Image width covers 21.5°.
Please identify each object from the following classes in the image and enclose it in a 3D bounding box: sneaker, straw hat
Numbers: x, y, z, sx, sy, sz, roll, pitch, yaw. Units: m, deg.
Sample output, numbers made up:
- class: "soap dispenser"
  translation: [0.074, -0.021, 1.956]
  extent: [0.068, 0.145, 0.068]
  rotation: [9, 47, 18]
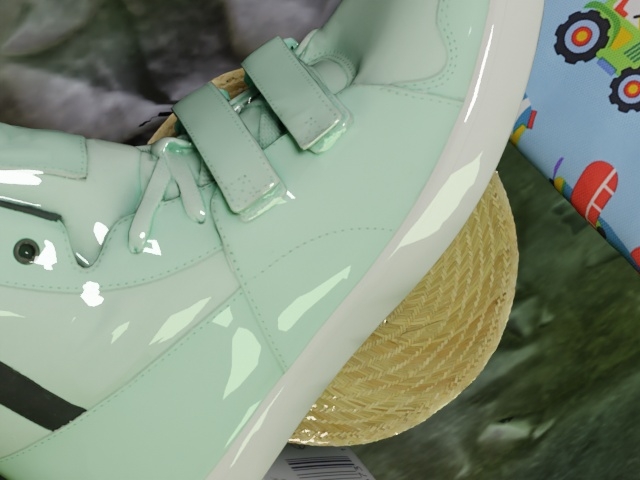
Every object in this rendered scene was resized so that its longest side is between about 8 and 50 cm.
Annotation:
- class: "sneaker"
  translation: [-0.043, -0.028, 0.525]
  extent: [0.151, 0.094, 0.256]
  rotation: [29, 99, -25]
- class: "straw hat"
  translation: [0.000, 0.000, 0.626]
  extent: [0.144, 0.144, 0.061]
  rotation: [-43, -174, 4]

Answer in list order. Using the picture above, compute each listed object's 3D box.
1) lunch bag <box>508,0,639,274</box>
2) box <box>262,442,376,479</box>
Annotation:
- class: "lunch bag"
  translation: [0.222, -0.095, 0.597]
  extent: [0.293, 0.221, 0.138]
  rotation: [-48, 144, 11]
- class: "box"
  translation: [-0.039, 0.139, 0.695]
  extent: [0.072, 0.126, 0.137]
  rotation: [5, 125, -47]
